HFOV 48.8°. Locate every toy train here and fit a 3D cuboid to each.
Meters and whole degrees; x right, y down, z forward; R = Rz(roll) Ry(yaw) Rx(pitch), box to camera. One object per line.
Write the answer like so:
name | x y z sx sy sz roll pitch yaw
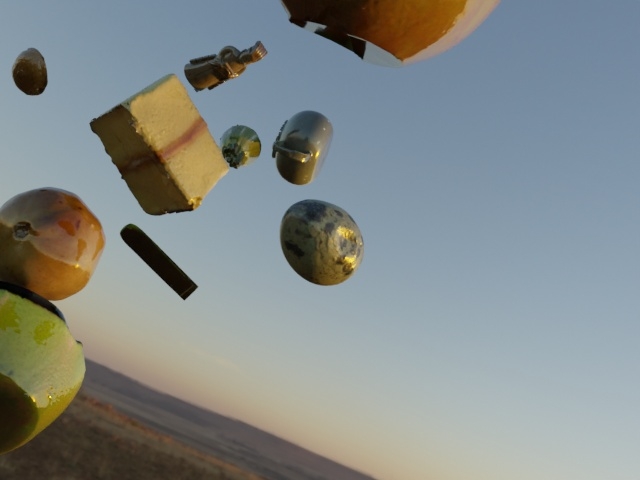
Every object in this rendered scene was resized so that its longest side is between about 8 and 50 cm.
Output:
toy train | -0.343 0.039 1.477 0.209 0.044 0.042 51 -13 -28

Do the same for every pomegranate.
pomegranate | -0.528 0.003 1.361 0.233 0.233 0.233 21 -17 7

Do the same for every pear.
pear | -0.639 0.263 1.269 0.398 0.399 0.165 31 23 -23

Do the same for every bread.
bread | -0.370 -0.172 1.499 0.236 0.198 0.263 -21 -73 27

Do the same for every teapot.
teapot | -0.049 -0.237 1.788 0.129 0.193 0.294 22 16 6

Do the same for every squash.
squash | -0.199 -0.212 1.650 0.105 0.105 0.132 25 15 -3

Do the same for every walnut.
walnut | -0.623 -0.354 1.491 0.121 0.052 0.091 -35 -100 48

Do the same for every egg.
egg | 0.000 0.000 1.247 0.141 0.141 0.182 7 -31 43

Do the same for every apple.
apple | 0.084 -0.409 0.911 0.374 0.374 0.384 38 -1 -39

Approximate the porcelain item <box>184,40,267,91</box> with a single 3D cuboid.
porcelain item | -0.217 -0.405 1.635 0.213 0.054 0.084 -10 -44 33
